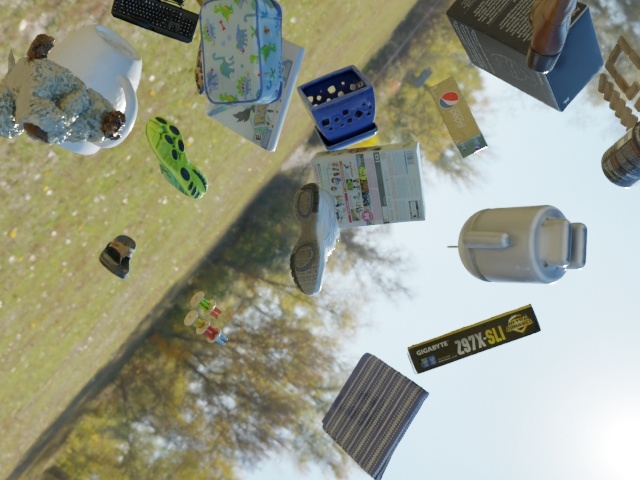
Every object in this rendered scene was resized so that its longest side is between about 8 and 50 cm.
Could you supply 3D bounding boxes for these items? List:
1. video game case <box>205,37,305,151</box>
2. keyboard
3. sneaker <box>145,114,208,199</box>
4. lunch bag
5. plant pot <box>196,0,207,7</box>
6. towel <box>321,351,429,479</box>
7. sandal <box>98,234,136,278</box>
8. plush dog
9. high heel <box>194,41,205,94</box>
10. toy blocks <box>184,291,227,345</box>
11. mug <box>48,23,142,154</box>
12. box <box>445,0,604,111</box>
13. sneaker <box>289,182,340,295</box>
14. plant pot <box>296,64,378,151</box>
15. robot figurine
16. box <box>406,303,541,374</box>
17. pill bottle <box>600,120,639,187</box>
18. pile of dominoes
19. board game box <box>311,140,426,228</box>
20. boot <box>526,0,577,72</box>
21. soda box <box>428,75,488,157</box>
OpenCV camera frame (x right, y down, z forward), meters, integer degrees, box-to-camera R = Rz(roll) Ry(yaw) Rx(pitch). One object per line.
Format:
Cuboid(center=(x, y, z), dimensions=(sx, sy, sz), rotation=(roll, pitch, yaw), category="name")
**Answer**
Cuboid(center=(-0.210, -0.484, 2.103), dimensions=(0.036, 0.300, 0.328), rotation=(-14, 130, -52), category="video game case")
Cuboid(center=(-0.375, -0.529, 1.561), dimensions=(0.038, 0.192, 0.100), rotation=(-126, -126, -77), category="keyboard")
Cuboid(center=(-0.455, -0.241, 2.063), dimensions=(0.124, 0.295, 0.109), rotation=(9, -132, 37), category="sneaker")
Cuboid(center=(-0.164, -0.387, 1.396), dimensions=(0.176, 0.218, 0.090), rotation=(4, -168, 34), category="lunch bag")
Cuboid(center=(-0.300, -0.782, 1.880), dimensions=(0.187, 0.212, 0.212), rotation=(-33, -156, -3), category="plant pot")
Cuboid(center=(0.129, 0.428, 1.709), dimensions=(0.243, 0.040, 0.336), rotation=(-59, -158, -4), category="towel")
Cuboid(center=(-0.527, 0.030, 1.820), dimensions=(0.060, 0.090, 0.219), rotation=(-52, -166, 17), category="sandal")
Cuboid(center=(-0.524, -0.277, 1.407), dimensions=(0.263, 0.225, 0.210), rotation=(12, -102, 39), category="plush dog")
Cuboid(center=(-0.325, -0.540, 1.987), dimensions=(0.261, 0.093, 0.186), rotation=(-105, -143, -60), category="high heel")
Cuboid(center=(-0.332, 0.242, 2.064), dimensions=(0.054, 0.148, 0.123), rotation=(-21, -140, 33), category="toy blocks")
Cuboid(center=(-0.676, -0.438, 2.046), dimensions=(0.328, 0.374, 0.276), rotation=(-48, 154, 17), category="mug")
Cuboid(center=(0.634, -0.629, 2.123), dimensions=(0.212, 0.395, 0.293), rotation=(-48, 144, 4), category="box")
Cuboid(center=(0.000, 0.000, 1.811), dimensions=(0.111, 0.129, 0.296), rotation=(0, -99, 43), category="sneaker")
Cuboid(center=(0.072, -0.466, 2.458), dimensions=(0.236, 0.212, 0.236), rotation=(-22, -144, -2), category="plant pot")
Cuboid(center=(0.503, 0.011, 1.767), dimensions=(0.354, 0.300, 0.199), rotation=(-2, -101, 51), category="robot figurine")
Cuboid(center=(0.385, 0.262, 1.766), dimensions=(0.322, 0.079, 0.257), rotation=(-20, 169, 3), category="box")
Cuboid(center=(0.839, -0.237, 1.757), dimensions=(0.130, 0.130, 0.245), rotation=(-53, 174, -17), category="pill bottle")
Cuboid(center=(0.879, -0.420, 1.909), dimensions=(0.040, 0.251, 0.196), rotation=(-14, 151, -13), category="pile of dominoes")
Cuboid(center=(0.143, -0.158, 1.982), dimensions=(0.304, 0.223, 0.097), rotation=(-5, -159, 13), category="board game box")
Cuboid(center=(0.497, -0.531, 1.403), dimensions=(0.280, 0.096, 0.264), rotation=(93, 22, -55), category="boot")
Cuboid(center=(0.302, -0.272, 1.502), dimensions=(0.061, 0.058, 0.181), rotation=(-27, -126, 15), category="soda box")
